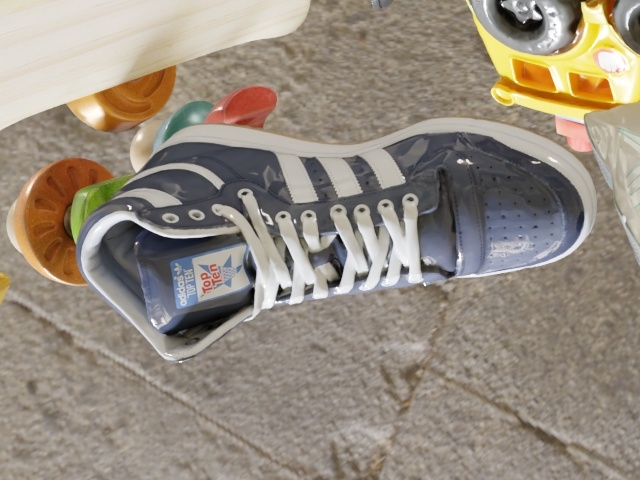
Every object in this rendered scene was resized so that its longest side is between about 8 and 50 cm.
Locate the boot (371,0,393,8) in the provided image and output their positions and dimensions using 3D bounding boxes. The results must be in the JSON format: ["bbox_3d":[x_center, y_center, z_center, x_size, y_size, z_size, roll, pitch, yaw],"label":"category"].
[{"bbox_3d":[0.106,-0.307,1.277,0.099,0.121,0.045,-3,80,7],"label":"boot"}]

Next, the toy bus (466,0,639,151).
[{"bbox_3d":[0.216,-0.137,0.731,0.220,0.149,0.211,18,146,36],"label":"toy bus"}]

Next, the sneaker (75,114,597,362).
[{"bbox_3d":[0.000,0.000,0.605,0.282,0.153,0.099,4,118,24],"label":"sneaker"}]

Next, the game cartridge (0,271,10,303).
[{"bbox_3d":[-0.482,0.203,1.241,0.053,0.285,0.323,27,105,0],"label":"game cartridge"}]

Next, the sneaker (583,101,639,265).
[{"bbox_3d":[0.196,-0.027,0.618,0.061,0.053,0.152,-19,50,14],"label":"sneaker"}]

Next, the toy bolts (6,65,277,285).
[{"bbox_3d":[-0.157,-0.085,0.904,0.159,0.229,0.218,0,102,43],"label":"toy bolts"}]

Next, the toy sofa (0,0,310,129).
[{"bbox_3d":[-0.156,-0.210,0.739,0.150,0.363,0.177,50,145,19],"label":"toy sofa"}]
